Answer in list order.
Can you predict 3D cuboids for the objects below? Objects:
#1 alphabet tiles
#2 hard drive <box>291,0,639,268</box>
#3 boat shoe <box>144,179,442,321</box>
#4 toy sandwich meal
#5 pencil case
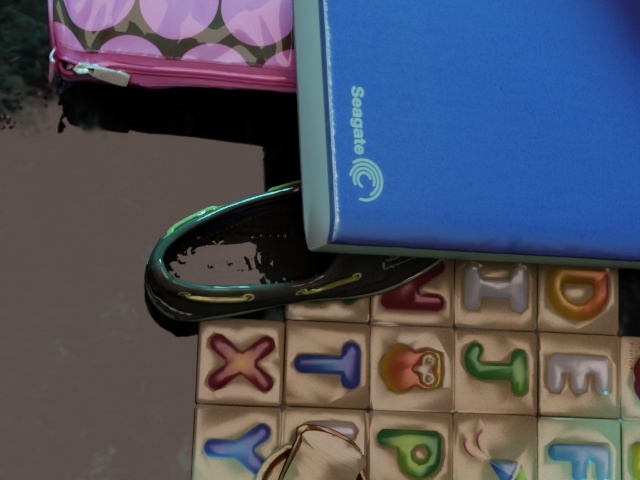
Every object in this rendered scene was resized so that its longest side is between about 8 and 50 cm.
[{"bbox_3d":[0.088,0.142,0.995,0.343,0.011,0.285,3,77,-6],"label":"alphabet tiles"},{"bbox_3d":[0.134,-0.090,0.975,0.319,0.040,0.210,3,77,-29],"label":"hard drive"},{"bbox_3d":[0.000,0.000,0.973,0.228,0.068,0.081,-16,81,-10],"label":"boat shoe"},{"bbox_3d":[-0.003,0.160,0.959,0.086,0.029,0.085,1,78,-6],"label":"toy sandwich meal"},{"bbox_3d":[-0.072,-0.135,0.985,0.209,0.095,0.098,2,41,2],"label":"pencil case"}]
